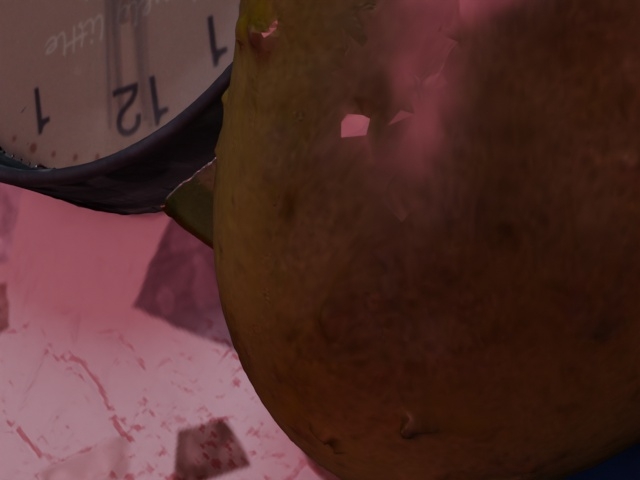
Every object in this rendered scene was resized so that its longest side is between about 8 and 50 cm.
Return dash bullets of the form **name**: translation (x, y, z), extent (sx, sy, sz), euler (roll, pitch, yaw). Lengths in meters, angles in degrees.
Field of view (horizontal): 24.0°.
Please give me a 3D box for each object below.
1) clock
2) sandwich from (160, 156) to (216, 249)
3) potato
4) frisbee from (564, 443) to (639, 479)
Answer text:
- **clock**: translation (-0.110, -0.207, 0.819), extent (0.386, 0.076, 0.386), euler (-6, 80, 36)
- **sandwich**: translation (0.000, 0.000, 0.682), extent (0.074, 0.116, 0.074), euler (-42, 60, 26)
- **potato**: translation (0.083, -0.075, 0.554), extent (0.270, 0.219, 0.359), euler (38, 103, 11)
- **frisbee**: translation (0.068, 0.153, 0.586), extent (0.242, 0.045, 0.242), euler (-29, 25, 15)
